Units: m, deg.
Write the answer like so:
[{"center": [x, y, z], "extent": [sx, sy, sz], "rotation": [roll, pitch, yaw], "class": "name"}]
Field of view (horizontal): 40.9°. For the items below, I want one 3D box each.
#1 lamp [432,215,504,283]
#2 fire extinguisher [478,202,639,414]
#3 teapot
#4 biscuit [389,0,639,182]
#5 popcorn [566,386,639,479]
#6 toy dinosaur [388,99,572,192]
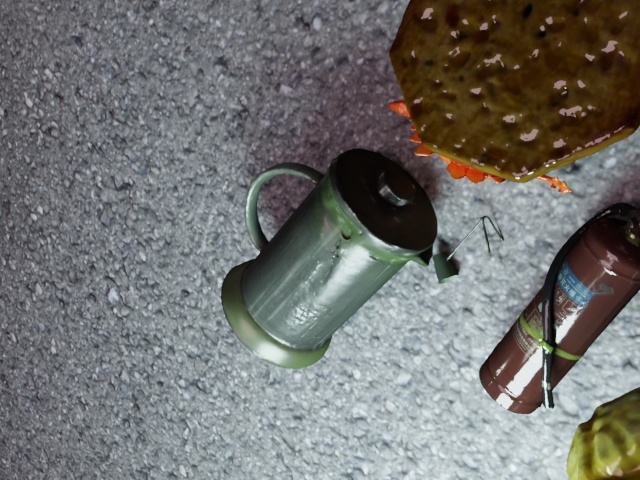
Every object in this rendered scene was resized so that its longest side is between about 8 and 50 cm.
[{"center": [0.202, 0.014, 1.220], "extent": [0.121, 0.041, 0.054], "rotation": [-36, 68, 45], "class": "lamp"}, {"center": [0.325, 0.085, 1.072], "extent": [0.341, 0.105, 0.141], "rotation": [-61, 30, 34], "class": "fire extinguisher"}, {"center": [0.000, 0.000, 1.279], "extent": [0.270, 0.200, 0.337], "rotation": [49, 127, 9], "class": "teapot"}, {"center": [0.250, -0.243, 1.034], "extent": [0.359, 0.046, 0.359], "rotation": [-6, 79, 31], "class": "biscuit"}, {"center": [0.429, 0.320, 0.945], "extent": [0.292, 0.293, 0.334], "rotation": [-24, 101, 44], "class": "popcorn"}, {"center": [0.188, -0.120, 1.138], "extent": [0.288, 0.117, 0.070], "rotation": [37, 123, 32], "class": "toy dinosaur"}]
